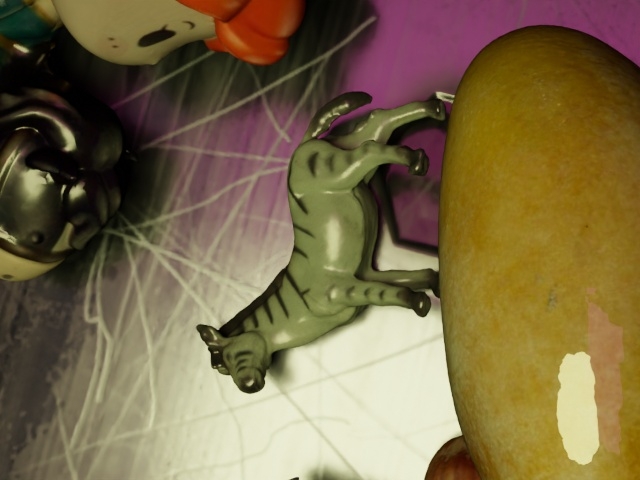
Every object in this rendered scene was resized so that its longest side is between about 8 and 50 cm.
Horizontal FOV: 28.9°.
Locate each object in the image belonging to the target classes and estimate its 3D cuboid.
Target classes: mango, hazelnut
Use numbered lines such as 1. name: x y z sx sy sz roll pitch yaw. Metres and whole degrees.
1. mango: 0.171 0.026 0.770 0.199 0.221 0.383 -26 58 33
2. hazelnut: 0.110 0.168 0.835 0.086 0.086 0.086 -1 85 10

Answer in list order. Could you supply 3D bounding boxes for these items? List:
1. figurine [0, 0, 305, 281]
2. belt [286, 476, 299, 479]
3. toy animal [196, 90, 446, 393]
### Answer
1. figurine: -0.191 -0.162 0.856 0.306 0.241 0.411 44 104 19
2. belt: 0.067 0.298 0.789 0.295 0.160 0.206 21 109 14
3. toy animal: 0.002 0.002 0.872 0.176 0.073 0.216 -1 80 25
